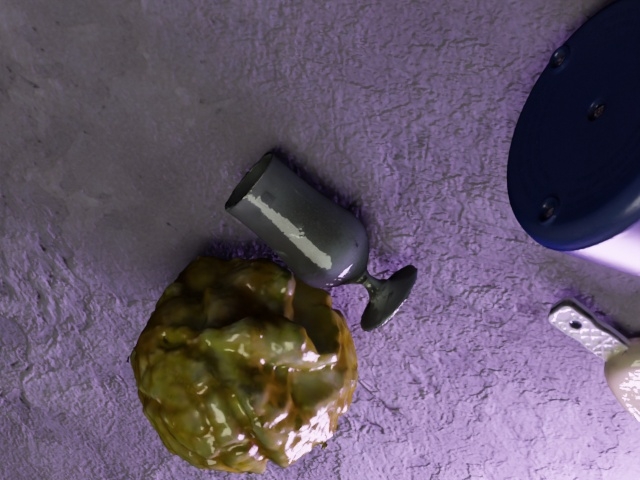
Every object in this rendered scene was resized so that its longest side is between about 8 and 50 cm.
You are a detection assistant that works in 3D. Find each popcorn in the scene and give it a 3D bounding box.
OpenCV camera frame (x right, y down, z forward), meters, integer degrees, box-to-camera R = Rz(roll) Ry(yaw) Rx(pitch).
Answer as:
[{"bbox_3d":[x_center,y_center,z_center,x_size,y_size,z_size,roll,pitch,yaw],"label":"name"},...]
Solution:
[{"bbox_3d":[-0.099,0.160,1.486,0.282,0.282,0.247,-14,125,27],"label":"popcorn"}]

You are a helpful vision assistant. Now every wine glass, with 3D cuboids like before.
[{"bbox_3d":[0.000,0.000,1.435,0.231,0.103,0.103,41,129,-15],"label":"wine glass"}]

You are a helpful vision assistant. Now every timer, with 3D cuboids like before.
[{"bbox_3d":[0.410,-0.051,1.202,0.383,0.270,0.270,25,134,-24],"label":"timer"}]

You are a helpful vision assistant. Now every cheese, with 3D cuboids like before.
[{"bbox_3d":[0.374,0.146,1.484,0.235,0.050,0.127,35,133,-12],"label":"cheese"}]
